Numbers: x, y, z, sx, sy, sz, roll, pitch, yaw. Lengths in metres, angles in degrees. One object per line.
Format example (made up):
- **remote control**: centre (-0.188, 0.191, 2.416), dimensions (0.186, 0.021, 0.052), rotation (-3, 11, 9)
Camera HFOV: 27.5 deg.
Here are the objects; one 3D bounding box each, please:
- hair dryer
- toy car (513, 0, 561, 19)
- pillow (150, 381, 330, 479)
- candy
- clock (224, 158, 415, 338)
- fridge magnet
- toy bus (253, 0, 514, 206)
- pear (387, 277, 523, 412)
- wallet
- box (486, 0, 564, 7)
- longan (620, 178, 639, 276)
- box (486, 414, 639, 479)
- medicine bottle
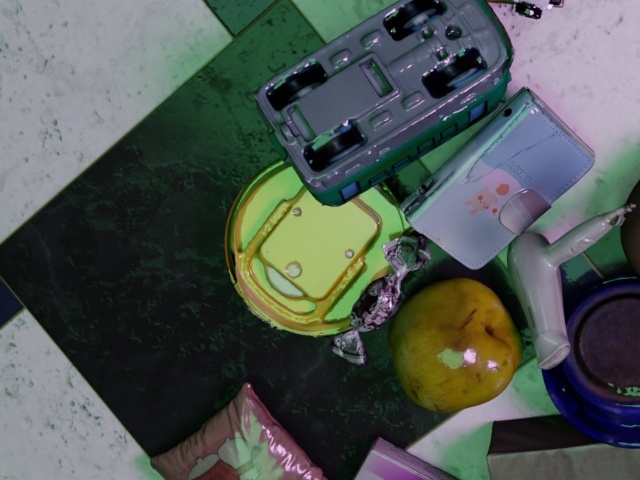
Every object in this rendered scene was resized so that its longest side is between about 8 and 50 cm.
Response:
- **hair dryer**: centre (0.359, 0.037, 1.813), dimensions (0.075, 0.206, 0.237), rotation (18, 133, -28)
- **toy car**: centre (0.301, -0.384, 1.757), dimensions (0.080, 0.070, 0.171), rotation (16, 103, 7)
- **pillow**: centre (-0.128, 0.371, 2.069), dimensions (0.236, 0.084, 0.223), rotation (-41, 89, 14)
- **candy**: centre (0.088, 0.086, 1.891), dimensions (0.051, 0.094, 0.226), rotation (19, 112, -35)
- **clock**: centre (-0.001, 0.001, 1.970), dimensions (0.293, 0.071, 0.277), rotation (-45, 89, 9)
- **fridge magnet**: centre (0.444, 0.164, 1.847), dimensions (0.265, 0.113, 0.265), rotation (-9, 60, 15)
- **toy bus**: centre (0.096, -0.196, 1.815), dimensions (0.343, 0.199, 0.183), rotation (-31, 71, 1)
- **pear**: centre (0.192, 0.157, 1.910), dimensions (0.200, 0.200, 0.200), rotation (2, 102, 11)
- **wallet**: centre (0.253, -0.084, 1.861), dimensions (0.250, 0.075, 0.176), rotation (-44, 128, 15)
- **box**: centre (0.274, -0.451, 1.821), dimensions (0.159, 0.071, 0.240), rotation (7, 102, 8)
- **longan**: centre (0.516, -0.028, 1.796), dimensions (0.196, 0.196, 0.220), rotation (36, 91, 3)
- **box**: centre (0.375, 0.348, 1.927), dimensions (0.231, 0.149, 0.155), rotation (-9, 100, 14)
- **medicine bottle**: centre (0.115, 0.431, 2.050), dimensions (0.171, 0.052, 0.201), rotation (29, 108, 4)
